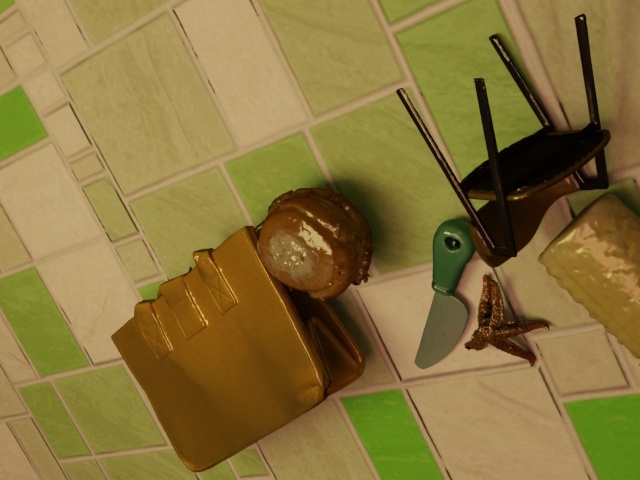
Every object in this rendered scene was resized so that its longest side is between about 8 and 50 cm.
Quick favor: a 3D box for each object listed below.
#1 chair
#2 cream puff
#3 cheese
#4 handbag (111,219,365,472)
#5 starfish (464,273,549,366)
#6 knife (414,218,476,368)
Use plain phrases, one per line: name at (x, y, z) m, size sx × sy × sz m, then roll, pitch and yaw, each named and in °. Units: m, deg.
chair at (0.214, -0.087, 1.036) m, size 0.172 × 0.158 × 0.247 m, roll 1°, pitch 121°, yaw 59°
cream puff at (0.000, 0.000, 1.273) m, size 0.165 × 0.115 × 0.150 m, roll 40°, pitch 135°, yaw 19°
cheese at (0.336, 0.039, 1.074) m, size 0.167 × 0.094 × 0.123 m, roll 46°, pitch 142°, yaw 10°
handbag at (-0.135, 0.157, 1.456) m, size 0.401 × 0.133 × 0.283 m, roll -36°, pitch 88°, yaw 43°
starfish at (0.220, 0.120, 1.236) m, size 0.133 × 0.041 × 0.130 m, roll 48°, pitch 134°, yaw 3°
knife at (0.166, 0.082, 1.266) m, size 0.063 × 0.035 × 0.260 m, roll 19°, pitch 131°, yaw 18°
